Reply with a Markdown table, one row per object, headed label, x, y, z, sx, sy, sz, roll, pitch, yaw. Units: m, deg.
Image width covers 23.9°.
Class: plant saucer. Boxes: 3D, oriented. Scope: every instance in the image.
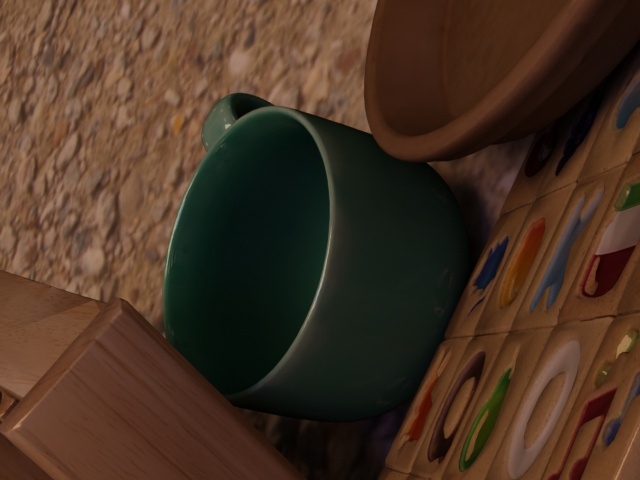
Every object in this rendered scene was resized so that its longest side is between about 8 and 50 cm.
| label | x | y | z | sx | sy | sz | roll | pitch | yaw |
| --- | --- | --- | --- | --- | --- | --- | --- | --- | --- |
| plant saucer | 0.098 | -0.153 | 0.589 | 0.278 | 0.041 | 0.278 | -56 | 20 | 33 |

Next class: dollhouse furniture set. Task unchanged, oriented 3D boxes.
| label | x | y | z | sx | sy | sz | roll | pitch | yaw |
| --- | --- | --- | --- | --- | --- | --- | --- | --- | --- |
| dollhouse furniture set | -0.200 | 0.214 | 0.654 | 0.394 | 0.362 | 0.256 | -49 | 24 | -16 |

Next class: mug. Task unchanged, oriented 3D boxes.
| label | x | y | z | sx | sy | sz | roll | pitch | yaw |
| --- | --- | --- | --- | --- | --- | --- | --- | --- | --- |
| mug | 0.005 | 0.002 | 0.673 | 0.129 | 0.097 | 0.158 | -17 | 64 | 51 |

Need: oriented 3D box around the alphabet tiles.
| label | x | y | z | sx | sy | sz | roll | pitch | yaw |
| --- | --- | --- | --- | --- | --- | --- | --- | --- | --- |
| alphabet tiles | 0.071 | 0.030 | 0.487 | 0.343 | 0.011 | 0.285 | -64 | 4 | -8 |
